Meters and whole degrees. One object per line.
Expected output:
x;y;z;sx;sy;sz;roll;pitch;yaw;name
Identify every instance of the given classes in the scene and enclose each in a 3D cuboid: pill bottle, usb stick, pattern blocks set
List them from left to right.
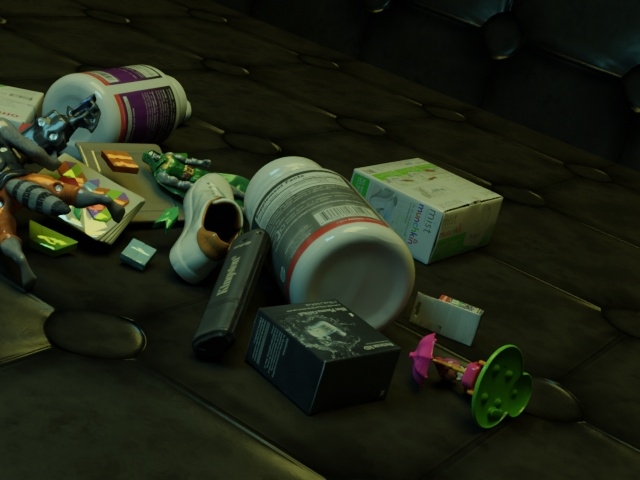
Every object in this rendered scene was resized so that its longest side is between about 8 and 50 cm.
-0.406;-0.075;1.863;0.325;0.026;0.285;20;43;-3;pattern blocks set
-0.417;-0.270;2.282;0.181;0.181;0.323;23;22;20;pill bottle
-0.133;0.075;1.670;0.045;0.077;0.278;49;30;-21;usb stick
0.000;0.000;1.848;0.210;0.210;0.363;6;22;-23;pill bottle

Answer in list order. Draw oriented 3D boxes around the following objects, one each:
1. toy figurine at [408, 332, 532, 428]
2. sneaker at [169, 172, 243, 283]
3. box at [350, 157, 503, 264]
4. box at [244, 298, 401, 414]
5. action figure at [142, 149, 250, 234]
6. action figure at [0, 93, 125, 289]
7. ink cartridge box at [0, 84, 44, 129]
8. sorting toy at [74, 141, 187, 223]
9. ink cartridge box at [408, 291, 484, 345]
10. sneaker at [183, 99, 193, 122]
0.217;0.199;1.661;0.159;0.130;0.173;20;-3;38;toy figurine
-0.171;-0.043;1.887;0.106;0.123;0.290;41;27;-22;sneaker
0.216;-0.070;2.295;0.231;0.126;0.262;28;24;28;box
0.003;0.165;1.594;0.156;0.093;0.158;-5;30;-42;box
-0.230;-0.111;2.058;0.232;0.063;0.137;24;43;-17;action figure
-0.463;-0.126;1.723;0.330;0.178;0.341;39;72;17;action figure
-0.648;-0.241;2.168;0.154;0.093;0.212;11;20;-8;ink cartridge box
-0.353;-0.100;2.023;0.348;0.047;0.196;-3;55;-44;sorting toy
0.216;0.130;1.872;0.115;0.062;0.029;21;22;14;ink cartridge box
-0.410;-0.338;2.599;0.211;0.080;0.081;20;18;15;sneaker
